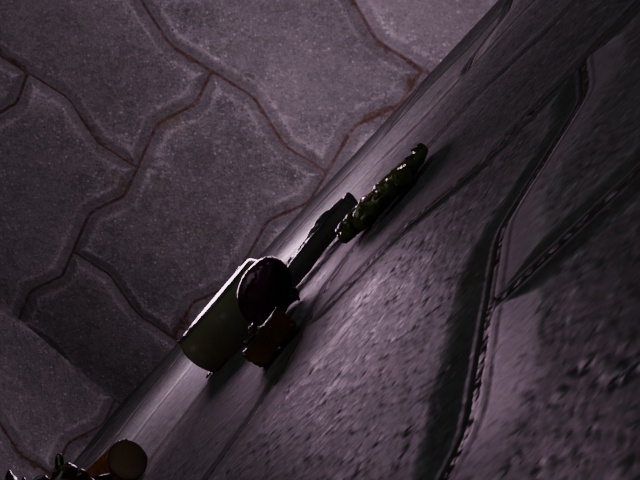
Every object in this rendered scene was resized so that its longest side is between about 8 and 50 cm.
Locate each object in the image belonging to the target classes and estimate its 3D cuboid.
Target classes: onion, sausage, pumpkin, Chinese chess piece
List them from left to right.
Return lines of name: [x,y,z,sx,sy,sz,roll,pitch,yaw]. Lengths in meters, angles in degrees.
sausage: [-0.364,0.404,1.814,0.234,0.071,0.071,-45,6,46]
Chinese chess piece: [-0.167,0.140,2.029,0.237,0.092,0.238,-49,5,6]
pumpkin: [-0.074,0.129,1.458,0.083,0.054,0.074,-55,1,-12]
onion: [-0.079,0.081,1.708,0.105,0.115,0.115,5,34,25]

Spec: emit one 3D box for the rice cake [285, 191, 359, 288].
rice cake: [0.000,0.000,1.915,0.206,0.047,0.036,-51,20,-13]

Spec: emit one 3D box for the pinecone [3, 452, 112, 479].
pinecone: [-0.331,0.355,1.303,0.205,0.179,0.184,-33,24,-11]

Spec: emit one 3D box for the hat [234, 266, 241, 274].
hat: [-0.154,0.115,2.357,0.166,0.081,0.122,102,167,-69]

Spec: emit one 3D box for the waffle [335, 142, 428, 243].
waffle: [0.095,-0.071,1.645,0.183,0.036,0.169,-44,4,30]
